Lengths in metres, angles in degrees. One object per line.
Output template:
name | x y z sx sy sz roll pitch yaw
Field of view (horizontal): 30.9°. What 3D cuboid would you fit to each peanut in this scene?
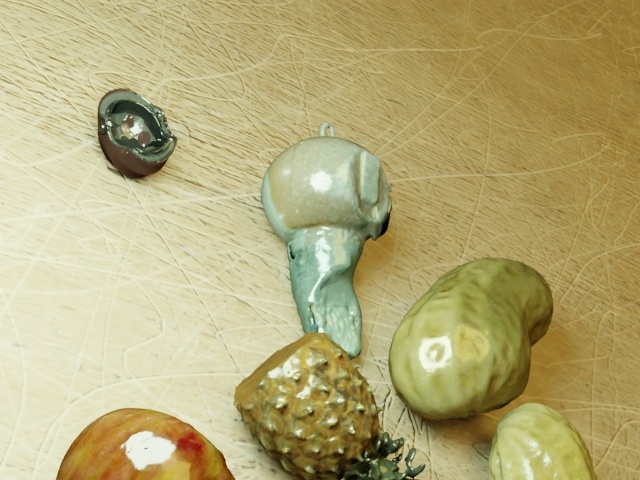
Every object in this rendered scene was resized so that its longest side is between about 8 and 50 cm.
peanut | 0.314 0.361 1.510 0.149 0.149 0.313 -1 58 -44
peanut | 0.227 0.131 1.631 0.192 0.169 0.387 51 36 2

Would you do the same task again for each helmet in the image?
helmet | -0.251 -0.134 1.539 0.098 0.070 0.123 -16 61 -40

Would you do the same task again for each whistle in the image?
whistle | 0.000 0.000 1.598 0.189 0.189 0.348 13 67 -34

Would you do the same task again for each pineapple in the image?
pineapple | 0.025 0.248 1.365 0.279 0.157 0.158 53 35 -6

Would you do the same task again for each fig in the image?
fig | -0.172 0.263 1.124 0.205 0.205 0.205 25 39 -22
